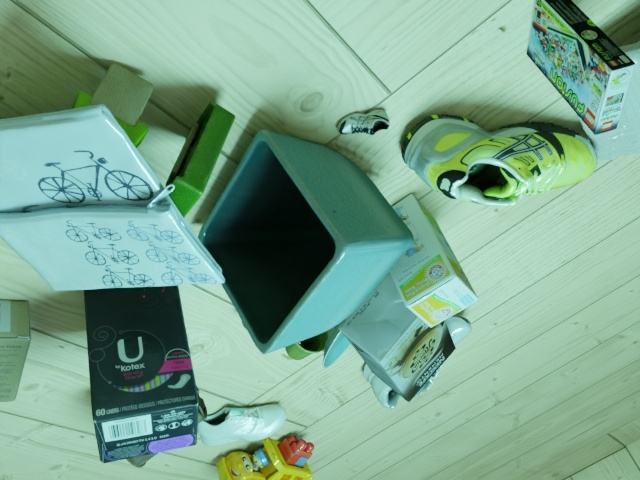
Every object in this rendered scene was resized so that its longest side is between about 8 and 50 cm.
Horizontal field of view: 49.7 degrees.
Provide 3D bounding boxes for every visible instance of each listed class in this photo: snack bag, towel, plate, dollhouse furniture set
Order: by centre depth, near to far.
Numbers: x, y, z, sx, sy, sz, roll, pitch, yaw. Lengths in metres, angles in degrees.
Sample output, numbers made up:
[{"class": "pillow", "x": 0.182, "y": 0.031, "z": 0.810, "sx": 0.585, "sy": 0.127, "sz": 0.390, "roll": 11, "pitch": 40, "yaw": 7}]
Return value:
[{"class": "snack bag", "x": -0.334, "y": -0.040, "z": 0.934, "sx": 0.323, "sy": 0.037, "sz": 0.342, "roll": -2, "pitch": 141, "yaw": 20}, {"class": "dollhouse furniture set", "x": -0.290, "y": -0.096, "z": 1.005, "sx": 0.197, "sy": 0.151, "sz": 0.301, "roll": 28, "pitch": 141, "yaw": -19}, {"class": "towel", "x": 0.529, "y": -0.229, "z": 1.165, "sx": 0.187, "sy": 0.049, "sz": 0.282, "roll": -8, "pitch": 149, "yaw": 34}, {"class": "plate", "x": 0.054, "y": 0.182, "z": 1.437, "sx": 0.188, "sy": 0.024, "sz": 0.188, "roll": -49, "pitch": 162, "yaw": -21}]

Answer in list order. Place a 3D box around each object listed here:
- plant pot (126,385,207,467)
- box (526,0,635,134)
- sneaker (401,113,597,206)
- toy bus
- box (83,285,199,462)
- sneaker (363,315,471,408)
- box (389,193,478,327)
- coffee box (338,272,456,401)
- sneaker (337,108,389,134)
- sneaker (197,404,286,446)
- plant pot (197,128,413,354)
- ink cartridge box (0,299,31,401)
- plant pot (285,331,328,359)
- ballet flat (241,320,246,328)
[{"class": "plant pot", "x": -0.335, "y": 0.352, "z": 1.426, "sx": 0.165, "sy": 0.167, "sz": 0.167, "roll": -29, "pitch": 140, "yaw": -1}, {"class": "box", "x": 0.366, "y": -0.261, "z": 0.992, "sx": 0.036, "sy": 0.207, "sz": 0.114, "roll": -16, "pitch": 140, "yaw": -6}, {"class": "sneaker", "x": 0.325, "y": -0.115, "z": 1.189, "sx": 0.384, "sy": 0.147, "sz": 0.145, "roll": -2, "pitch": 135, "yaw": -23}, {"class": "toy bus", "x": -0.125, "y": 0.585, "z": 1.799, "sx": 0.220, "sy": 0.149, "sz": 0.211, "roll": 29, "pitch": 107, "yaw": -40}, {"class": "box", "x": -0.308, "y": 0.212, "z": 1.181, "sx": 0.165, "sy": 0.270, "sz": 0.143, "roll": -6, "pitch": 138, "yaw": -17}, {"class": "sneaker", "x": 0.239, "y": 0.286, "z": 1.618, "sx": 0.297, "sy": 0.129, "sz": 0.111, "roll": -42, "pitch": 135, "yaw": 21}, {"class": "box", "x": 0.183, "y": 0.037, "z": 1.251, "sx": 0.103, "sy": 0.203, "sz": 0.114, "roll": -34, "pitch": 139, "yaw": 15}, {"class": "coffee box", "x": 0.167, "y": 0.202, "z": 1.427, "sx": 0.168, "sy": 0.119, "sz": 0.297, "roll": -48, "pitch": 149, "yaw": -9}, {"class": "sneaker", "x": 0.069, "y": -0.181, "z": 1.086, "sx": 0.083, "sy": 0.037, "sz": 0.032, "roll": -17, "pitch": 142, "yaw": -2}, {"class": "sneaker", "x": -0.187, "y": 0.424, "z": 1.635, "sx": 0.212, "sy": 0.080, "sz": 0.094, "roll": -14, "pitch": 128, "yaw": -7}, {"class": "plant pot", "x": 0.000, "y": 0.000, "z": 1.113, "sx": 0.252, "sy": 0.248, "sz": 0.247, "roll": -3, "pitch": 139, "yaw": -45}, {"class": "ink cartridge box", "x": -0.623, "y": 0.186, "z": 1.158, "sx": 0.234, "sy": 0.088, "sz": 0.193, "roll": 7, "pitch": 131, "yaw": -29}, {"class": "plant pot", "x": -0.037, "y": 0.216, "z": 1.465, "sx": 0.083, "sy": 0.083, "sz": 0.079, "roll": 3, "pitch": 146, "yaw": -27}, {"class": "ballet flat", "x": -0.046, "y": 0.114, "z": 1.342, "sx": 0.232, "sy": 0.080, "sz": 0.073, "roll": -32, "pitch": 154, "yaw": 15}]
